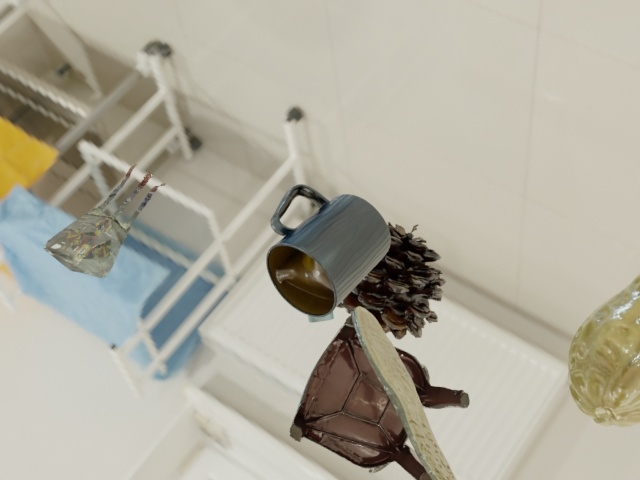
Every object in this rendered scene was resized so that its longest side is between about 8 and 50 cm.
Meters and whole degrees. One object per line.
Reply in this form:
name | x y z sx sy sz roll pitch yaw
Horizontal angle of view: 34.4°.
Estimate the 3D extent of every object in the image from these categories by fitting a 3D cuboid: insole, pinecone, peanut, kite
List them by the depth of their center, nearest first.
insole | 0.087 0.160 1.078 0.081 0.011 0.248 36 -159 -46
peanut | 0.395 0.092 1.176 0.147 0.147 0.305 39 115 2
kite | -0.383 -0.034 1.876 0.141 0.245 0.015 31 -161 -41
pinecone | 0.132 0.068 1.930 0.221 0.221 0.221 32 154 17

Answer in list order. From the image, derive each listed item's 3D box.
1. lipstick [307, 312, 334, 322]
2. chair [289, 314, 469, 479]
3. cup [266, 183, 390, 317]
lipstick | -0.009 0.066 1.854 0.048 0.048 0.158 -8 90 59
chair | 0.069 0.215 1.371 0.183 0.176 0.326 28 171 0
cup | 0.008 0.002 1.373 0.113 0.138 0.150 2 124 43
